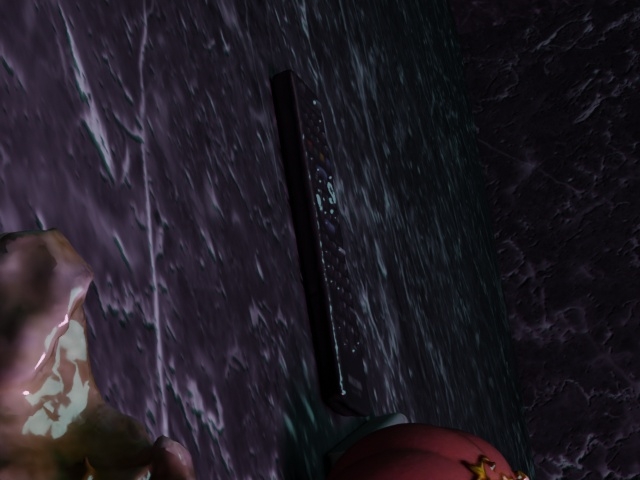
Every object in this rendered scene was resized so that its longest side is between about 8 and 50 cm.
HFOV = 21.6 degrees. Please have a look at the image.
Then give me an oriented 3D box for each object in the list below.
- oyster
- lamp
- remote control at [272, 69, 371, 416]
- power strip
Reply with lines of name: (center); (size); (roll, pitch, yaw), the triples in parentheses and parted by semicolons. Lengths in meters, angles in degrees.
oyster: (-0.058, 0.189, 0.364); (0.396, 0.110, 0.204); (-104, -161, -51)
lamp: (0.062, 0.192, 0.939); (0.182, 0.140, 0.182); (46, 27, -32)
remote control: (0.000, 0.000, 1.140); (0.063, 0.025, 0.245); (52, 27, -65)
power strip: (0.037, 0.158, 1.123); (0.252, 0.027, 0.060); (-3, 81, -80)
